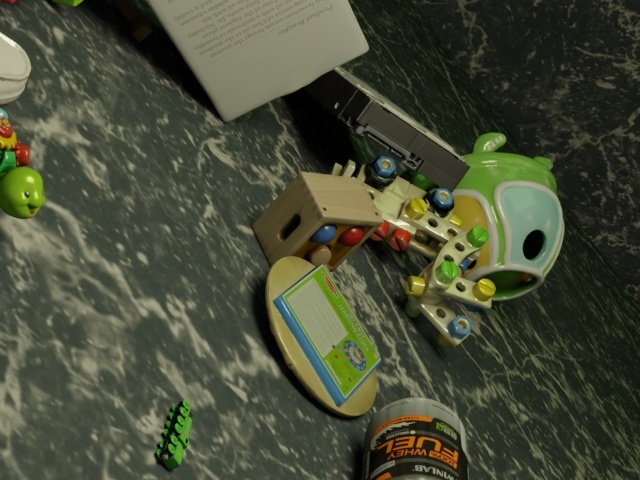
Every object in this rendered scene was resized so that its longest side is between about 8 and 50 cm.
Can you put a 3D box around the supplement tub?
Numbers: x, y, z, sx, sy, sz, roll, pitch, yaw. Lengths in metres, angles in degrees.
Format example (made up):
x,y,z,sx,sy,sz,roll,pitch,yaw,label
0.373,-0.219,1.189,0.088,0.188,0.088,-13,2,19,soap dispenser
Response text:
x,y,z,sx,sy,sz,roll,pitch,yaw,label
0.101,0.262,1.182,0.117,0.117,0.190,46,21,-17,supplement tub

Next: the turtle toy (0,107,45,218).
x,y,z,sx,sy,sz,roll,pitch,yaw,label
-0.288,-0.070,0.970,0.130,0.066,0.095,56,21,9,turtle toy

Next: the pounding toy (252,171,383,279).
x,y,z,sx,sy,sz,roll,pitch,yaw,label
0.000,0.000,1.411,0.130,0.141,0.100,4,50,-45,pounding toy

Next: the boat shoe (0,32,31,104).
x,y,z,sx,sy,sz,roll,pitch,yaw,label
-0.353,-0.199,1.000,0.277,0.096,0.098,18,40,-57,boat shoe

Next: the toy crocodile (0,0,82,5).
x,y,z,sx,sy,sz,roll,pitch,yaw,label
-0.345,-0.294,1.182,0.115,0.105,0.340,12,19,11,toy crocodile

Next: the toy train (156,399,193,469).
x,y,z,sx,sy,sz,roll,pitch,yaw,label
-0.126,0.171,0.991,0.024,0.017,0.083,56,18,-19,toy train

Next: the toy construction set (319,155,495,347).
x,y,z,sx,sy,sz,roll,pitch,yaw,label
0.113,-0.008,1.645,0.327,0.151,0.215,37,49,-18,toy construction set

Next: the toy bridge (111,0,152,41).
x,y,z,sx,sy,sz,roll,pitch,yaw,label
-0.296,-0.337,1.451,0.188,0.026,0.063,39,22,-31,toy bridge

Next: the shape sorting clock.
x,y,z,sx,sy,sz,roll,pitch,yaw,label
0.001,0.113,1.322,0.206,0.040,0.206,38,35,-34,shape sorting clock

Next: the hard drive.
x,y,z,sx,sy,sz,roll,pitch,yaw,label
0.070,-0.214,1.805,0.237,0.064,0.339,29,12,-36,hard drive

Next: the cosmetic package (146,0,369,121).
x,y,z,sx,sy,sz,roll,pitch,yaw,label
-0.126,-0.381,1.412,0.453,0.230,0.161,59,6,-52,cosmetic package

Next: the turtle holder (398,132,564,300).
x,y,z,sx,sy,sz,roll,pitch,yaw,label
0.274,-0.035,1.878,0.320,0.243,0.227,36,41,-53,turtle holder
